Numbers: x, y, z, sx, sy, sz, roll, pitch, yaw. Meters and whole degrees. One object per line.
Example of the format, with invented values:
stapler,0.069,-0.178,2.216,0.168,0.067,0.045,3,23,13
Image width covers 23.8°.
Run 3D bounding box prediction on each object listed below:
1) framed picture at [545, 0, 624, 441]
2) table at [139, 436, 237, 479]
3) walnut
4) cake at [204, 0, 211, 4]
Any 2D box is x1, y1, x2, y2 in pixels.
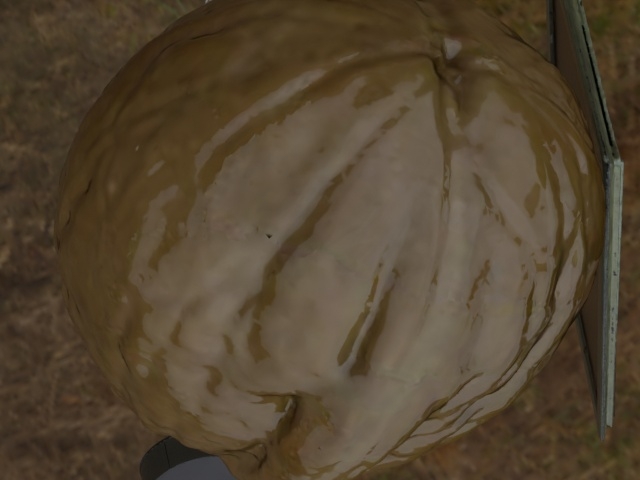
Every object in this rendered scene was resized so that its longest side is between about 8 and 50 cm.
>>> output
framed picture,0.182,-0.037,1.044,0.019,0.232,0.296,-7,140,4
table,-0.139,0.269,1.748,0.133,0.043,0.133,-10,140,-9
walnut,0.000,0.000,0.884,0.333,0.333,0.333,-15,133,-17
cake,-0.084,-0.261,1.850,0.121,0.065,0.052,14,165,8
